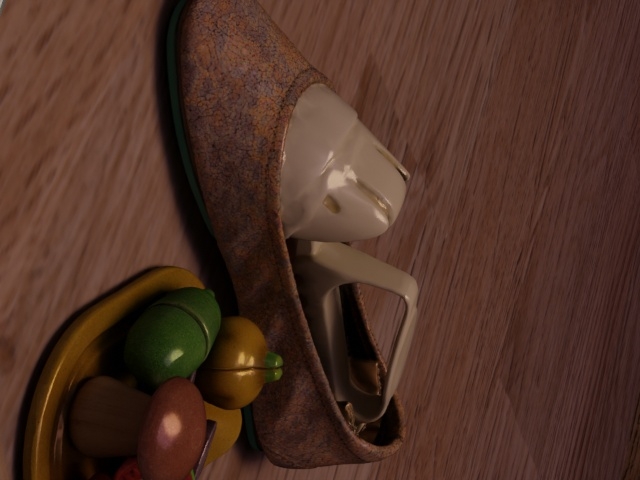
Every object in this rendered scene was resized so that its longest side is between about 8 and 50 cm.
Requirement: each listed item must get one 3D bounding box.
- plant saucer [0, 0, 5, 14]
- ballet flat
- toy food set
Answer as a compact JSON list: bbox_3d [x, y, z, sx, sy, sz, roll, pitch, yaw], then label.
[{"bbox_3d":[-0.141,-0.102,0.458,0.195,0.037,0.195,18,90,-89],"label":"plant saucer"},{"bbox_3d":[0.000,0.000,0.786,0.107,0.106,0.316,-58,147,-45],"label":"ballet flat"},{"bbox_3d":[-0.075,0.093,0.679,0.218,0.071,0.128,-38,131,-59],"label":"toy food set"}]
